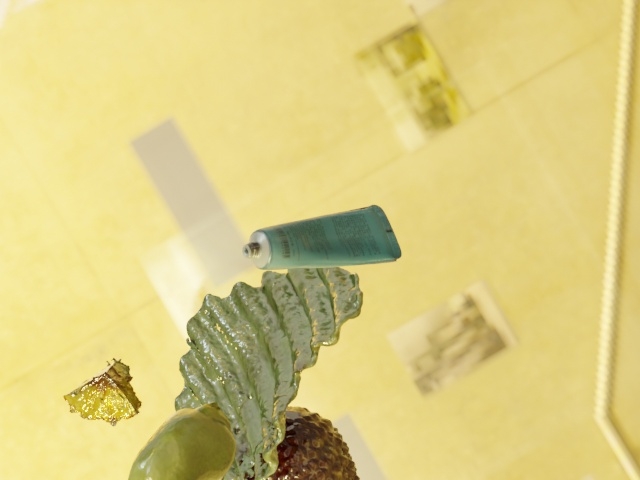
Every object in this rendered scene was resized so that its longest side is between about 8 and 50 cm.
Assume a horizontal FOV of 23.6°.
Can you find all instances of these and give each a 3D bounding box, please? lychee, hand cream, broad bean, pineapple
[{"bbox_3d":[-0.048,0.383,2.452,0.271,0.236,0.236,43,-169,-34],"label":"lychee"},{"bbox_3d":[0.000,0.000,1.885,0.048,0.224,0.083,-47,58,46],"label":"hand cream"},{"bbox_3d":[-0.165,0.266,1.870,0.174,0.082,0.124,-34,-43,-59],"label":"broad bean"},{"bbox_3d":[-0.294,0.196,2.134,0.114,0.114,0.077,-68,-23,-59],"label":"pineapple"}]

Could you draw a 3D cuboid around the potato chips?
[{"bbox_3d":[-0.092,0.187,2.304,0.097,0.373,0.389,29,173,-29],"label":"potato chips"}]
